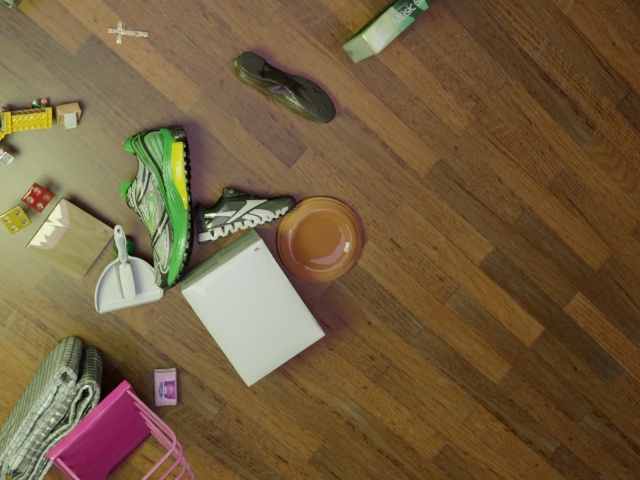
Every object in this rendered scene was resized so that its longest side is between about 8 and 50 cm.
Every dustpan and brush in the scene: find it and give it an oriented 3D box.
[{"bbox_3d":[-0.416,0.058,1.755,0.147,0.060,0.211,-13,113,-19],"label":"dustpan and brush"}]

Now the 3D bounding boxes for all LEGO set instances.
[{"bbox_3d":[-0.638,-0.228,1.683,0.287,0.107,0.132,-40,140,-7],"label":"LEGO set"}]

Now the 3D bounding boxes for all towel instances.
[{"bbox_3d":[-0.558,0.362,1.722,0.121,0.235,0.284,32,92,-19],"label":"towel"}]

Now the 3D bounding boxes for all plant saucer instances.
[{"bbox_3d":[0.000,0.000,1.871,0.200,0.037,0.200,-2,100,-11],"label":"plant saucer"}]

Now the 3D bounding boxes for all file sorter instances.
[{"bbox_3d":[-0.388,0.463,1.696,0.182,0.291,0.202,38,67,19],"label":"file sorter"}]

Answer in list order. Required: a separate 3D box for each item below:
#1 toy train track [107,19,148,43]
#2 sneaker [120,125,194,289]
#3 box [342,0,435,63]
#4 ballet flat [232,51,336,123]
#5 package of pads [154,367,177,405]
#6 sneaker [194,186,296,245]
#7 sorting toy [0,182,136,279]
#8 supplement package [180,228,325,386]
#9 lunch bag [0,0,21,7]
[{"bbox_3d":[-0.400,-0.432,1.718,0.083,0.014,0.048,3,100,-13],"label":"toy train track"},{"bbox_3d":[-0.343,-0.066,1.754,0.146,0.134,0.344,-4,92,-4],"label":"sneaker"},{"bbox_3d":[0.194,-0.502,1.717,0.322,0.232,0.058,-44,101,-2],"label":"box"},{"bbox_3d":[-0.080,-0.324,1.789,0.250,0.058,0.084,26,59,-20],"label":"ballet flat"},{"bbox_3d":[-0.348,0.329,1.862,0.050,0.032,0.083,-2,101,-10],"label":"package of pads"},{"bbox_3d":[-0.169,-0.073,1.801,0.234,0.078,0.106,-19,96,-11],"label":"sneaker"},{"bbox_3d":[-0.535,-0.012,1.741,0.274,0.046,0.132,35,92,-29],"label":"sorting toy"},{"bbox_3d":[-0.152,0.143,1.811,0.204,0.145,0.262,-34,105,-4],"label":"supplement package"},{"bbox_3d":[-0.646,-0.603,1.556,0.287,0.169,0.235,27,94,-11],"label":"lunch bag"}]
